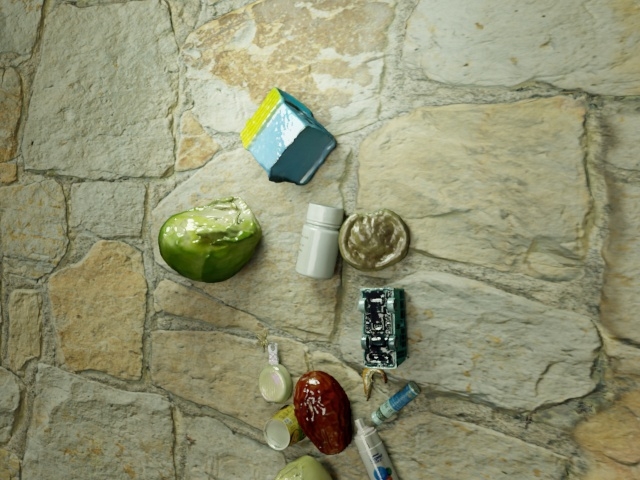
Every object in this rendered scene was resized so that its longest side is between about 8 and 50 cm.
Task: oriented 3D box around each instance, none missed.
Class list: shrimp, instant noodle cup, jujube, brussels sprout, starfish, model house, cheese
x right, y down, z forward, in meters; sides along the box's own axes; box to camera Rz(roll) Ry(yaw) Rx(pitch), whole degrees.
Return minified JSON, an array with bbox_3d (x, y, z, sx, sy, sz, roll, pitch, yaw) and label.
[{"bbox_3d":[0.183,0.496,1.789,0.091,0.025,0.127,9,93,26],"label":"shrimp"},{"bbox_3d":[-0.130,0.687,1.903,0.152,0.122,0.151,1,92,30],"label":"instant noodle cup"},{"bbox_3d":[0.010,0.593,1.790,0.197,0.197,0.290,-15,100,27],"label":"jujube"},{"bbox_3d":[-0.407,-0.002,1.937,0.371,0.314,0.275,-25,48,-8],"label":"brussels sprout"},{"bbox_3d":[-0.221,0.385,2.001,0.092,0.016,0.086,33,108,28],"label":"starfish"},{"bbox_3d":[-0.140,-0.373,1.831,0.303,0.216,0.237,49,112,22],"label":"model house"},{"bbox_3d":[-0.174,0.498,1.953,0.137,0.064,0.227,-3,92,24],"label":"cheese"}]

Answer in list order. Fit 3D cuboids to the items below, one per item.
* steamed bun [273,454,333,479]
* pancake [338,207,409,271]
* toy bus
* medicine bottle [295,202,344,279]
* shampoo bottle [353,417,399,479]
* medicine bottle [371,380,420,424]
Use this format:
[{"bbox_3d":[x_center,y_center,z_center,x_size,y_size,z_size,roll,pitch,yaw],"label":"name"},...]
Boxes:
[{"bbox_3d":[-0.049,0.915,1.808,0.166,0.232,0.272,-16,85,33],"label":"steamed bun"},{"bbox_3d":[0.177,-0.001,1.731,0.236,0.042,0.222,10,94,6],"label":"pancake"},{"bbox_3d":[0.210,0.282,1.700,0.128,0.147,0.255,-4,85,29],"label":"toy bus"},{"bbox_3d":[0.000,0.000,1.803,0.145,0.144,0.252,16,102,26],"label":"medicine bottle"},{"bbox_3d":[0.192,0.748,1.755,0.092,0.092,0.303,-29,79,25],"label":"shampoo bottle"},{"bbox_3d":[0.252,0.547,1.740,0.191,0.051,0.051,-47,71,20],"label":"medicine bottle"}]
